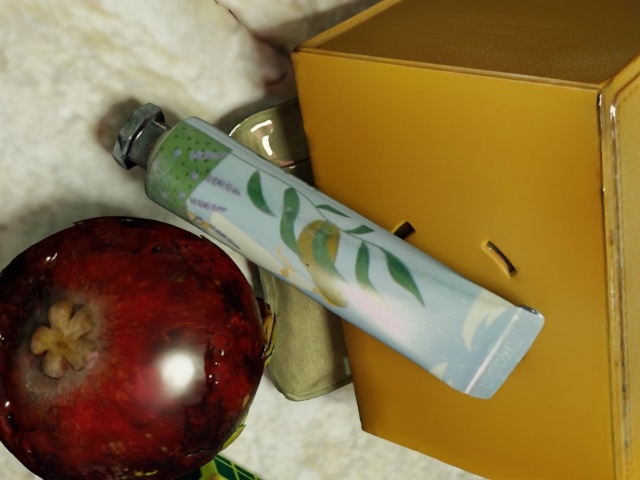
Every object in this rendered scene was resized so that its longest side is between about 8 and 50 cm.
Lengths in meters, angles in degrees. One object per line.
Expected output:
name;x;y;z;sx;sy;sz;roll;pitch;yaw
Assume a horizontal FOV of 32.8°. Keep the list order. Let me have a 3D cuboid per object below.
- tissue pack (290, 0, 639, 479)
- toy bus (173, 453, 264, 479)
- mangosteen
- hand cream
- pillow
tissue pack;0.120;-0.001;0.645;0.145;0.194;0.274;-36;129;-36
toy bus;-0.035;0.227;0.762;0.175;0.101;0.088;37;97;-27
mangosteen;-0.106;0.071;0.631;0.166;0.166;0.180;-45;147;3
hand cream;0.000;0.000;0.608;0.256;0.055;0.088;30;136;8
pillow;0.011;0.004;0.711;0.130;0.033;0.217;-23;121;-18
